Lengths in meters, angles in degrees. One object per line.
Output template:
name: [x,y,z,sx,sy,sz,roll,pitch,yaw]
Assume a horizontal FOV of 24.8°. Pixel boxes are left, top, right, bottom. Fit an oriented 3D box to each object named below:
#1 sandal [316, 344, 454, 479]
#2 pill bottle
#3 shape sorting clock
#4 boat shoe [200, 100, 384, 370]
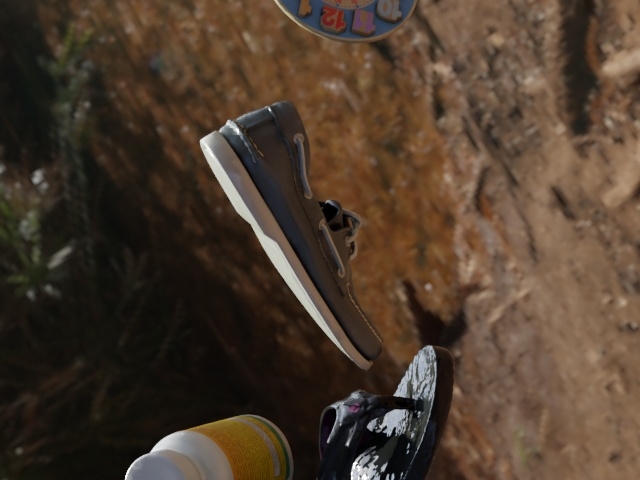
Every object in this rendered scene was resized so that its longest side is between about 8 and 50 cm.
sandal: [0.028,0.280,1.709,0.167,0.107,0.445,-87,21,-44]
pill bottle: [-0.129,0.270,1.664,0.117,0.117,0.208,52,-156,17]
shape sorting clock: [0.028,-0.341,1.858,0.206,0.206,0.040,54,155,10]
boat shoe: [0.000,0.000,1.421,0.319,0.099,0.116,58,172,-33]
